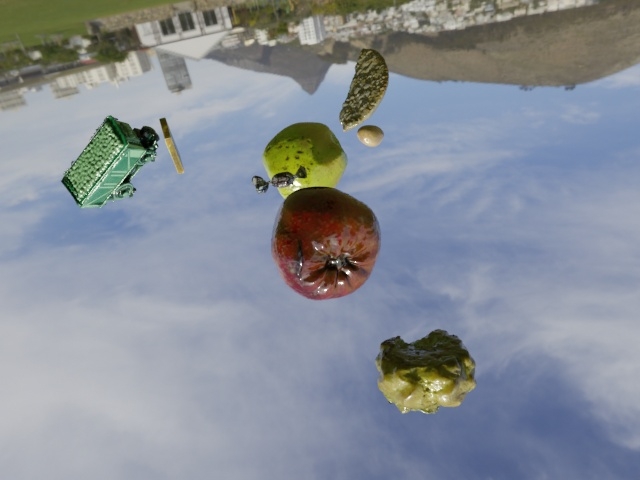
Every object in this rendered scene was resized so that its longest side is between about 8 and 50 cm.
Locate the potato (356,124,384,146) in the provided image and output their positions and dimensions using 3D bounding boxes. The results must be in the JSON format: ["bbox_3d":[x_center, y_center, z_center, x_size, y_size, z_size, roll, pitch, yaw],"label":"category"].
[{"bbox_3d":[0.240,-0.511,2.166,0.147,0.112,0.112,2,-166,-41],"label":"potato"}]

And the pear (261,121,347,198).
[{"bbox_3d":[-0.064,-0.360,2.015,0.390,0.391,0.391,-9,-152,5],"label":"pear"}]

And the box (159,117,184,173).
[{"bbox_3d":[-0.445,-0.282,1.335,0.022,0.156,0.089,-19,-117,-11],"label":"box"}]

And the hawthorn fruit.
[{"bbox_3d":[0.000,0.000,1.564,0.402,0.403,0.403,-9,-152,5],"label":"hawthorn fruit"}]

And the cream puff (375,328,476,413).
[{"bbox_3d":[0.276,0.355,1.174,0.281,0.185,0.282,-9,-169,2],"label":"cream puff"}]

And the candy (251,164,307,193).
[{"bbox_3d":[-0.157,-0.237,1.699,0.226,0.051,0.094,-9,-111,16],"label":"candy"}]

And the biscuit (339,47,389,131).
[{"bbox_3d":[0.141,-0.452,1.330,0.141,0.038,0.290,9,-103,42],"label":"biscuit"}]

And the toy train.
[{"bbox_3d":[-0.528,-0.194,1.136,0.269,0.115,0.154,-41,165,20],"label":"toy train"}]
